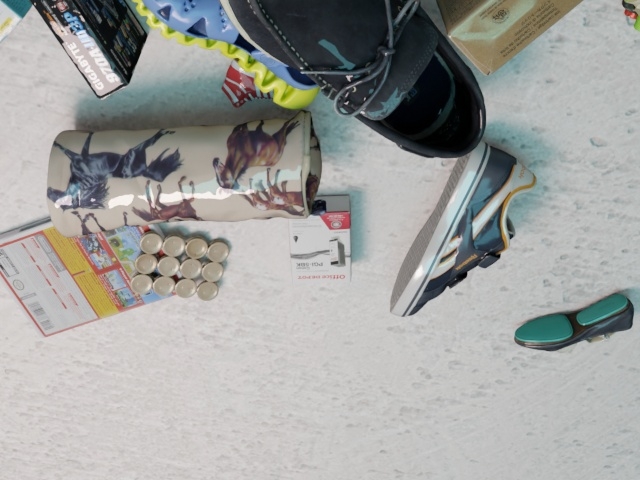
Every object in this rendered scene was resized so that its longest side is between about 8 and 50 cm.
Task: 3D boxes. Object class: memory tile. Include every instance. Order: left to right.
[{"bbox_3d":[-0.228,0.042,1.603,0.148,0.012,0.113,8,114,-19],"label":"memory tile"}]

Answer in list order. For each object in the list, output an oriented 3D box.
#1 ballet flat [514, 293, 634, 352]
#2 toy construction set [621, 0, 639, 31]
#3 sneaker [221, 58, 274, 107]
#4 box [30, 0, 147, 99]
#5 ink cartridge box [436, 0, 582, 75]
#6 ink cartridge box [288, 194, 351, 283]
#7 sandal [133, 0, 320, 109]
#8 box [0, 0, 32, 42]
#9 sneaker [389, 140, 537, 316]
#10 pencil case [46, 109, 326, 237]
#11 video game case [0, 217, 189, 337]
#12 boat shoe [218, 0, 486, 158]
[{"bbox_3d":[0.431,0.154,1.666,0.203,0.074,0.074,-21,121,11],"label":"ballet flat"},{"bbox_3d":[0.507,-0.298,1.278,0.328,0.215,0.151,24,119,-16],"label":"toy construction set"},{"bbox_3d":[-0.086,-0.214,1.443,0.118,0.042,0.067,28,116,-8],"label":"sneaker"},{"bbox_3d":[-0.316,-0.317,1.299,0.051,0.175,0.220,-24,120,14],"label":"box"},{"bbox_3d":[0.262,-0.347,1.262,0.235,0.193,0.088,-38,118,23],"label":"ink cartridge box"},{"bbox_3d":[0.000,0.000,1.574,0.099,0.056,0.135,-2,123,1],"label":"ink cartridge box"},{"bbox_3d":[-0.105,-0.305,1.320,0.317,0.126,0.138,25,147,-24],"label":"sandal"},{"bbox_3d":[-0.523,-0.362,1.339,0.100,0.060,0.244,-38,115,22],"label":"box"},{"bbox_3d":[0.219,0.005,1.535,0.128,0.126,0.321,23,119,-7],"label":"sneaker"},{"bbox_3d":[-0.199,-0.096,1.444,0.411,0.183,0.159,-4,87,7],"label":"pencil case"},{"bbox_3d":[-0.384,0.042,1.625,0.285,0.025,0.204,-18,121,12],"label":"video game case"},{"bbox_3d":[0.060,-0.246,1.240,0.186,0.156,0.500,-51,138,5],"label":"boat shoe"}]
